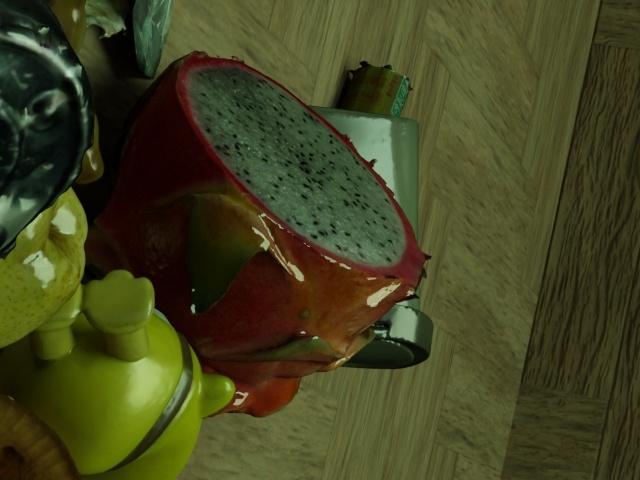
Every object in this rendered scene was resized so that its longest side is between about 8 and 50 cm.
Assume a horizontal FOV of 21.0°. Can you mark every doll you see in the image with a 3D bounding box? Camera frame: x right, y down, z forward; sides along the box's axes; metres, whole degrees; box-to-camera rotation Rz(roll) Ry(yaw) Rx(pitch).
[{"bbox_3d":[-0.167,0.142,1.394,0.363,0.199,0.145,90,4,-58],"label":"doll"}]

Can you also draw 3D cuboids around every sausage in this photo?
[{"bbox_3d":[0.015,-0.040,1.994,0.082,0.082,0.371,66,39,-57],"label":"sausage"}]

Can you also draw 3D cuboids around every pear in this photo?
[{"bbox_3d":[-0.245,-0.005,1.179,0.178,0.178,0.178,10,90,-70],"label":"pear"}]

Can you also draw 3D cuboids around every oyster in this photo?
[{"bbox_3d":[-0.180,-0.216,1.414,0.148,0.051,0.103,17,88,-75],"label":"oyster"}]

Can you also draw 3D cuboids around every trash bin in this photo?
[{"bbox_3d":[0.000,0.000,1.752,0.219,0.220,0.250,168,-73,-71],"label":"trash bin"}]

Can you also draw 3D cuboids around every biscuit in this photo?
[{"bbox_3d":[-0.200,-0.150,1.259,0.208,0.047,0.164,-125,-152,-59],"label":"biscuit"}]

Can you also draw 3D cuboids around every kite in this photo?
[{"bbox_3d":[-0.128,-0.295,1.551,0.169,0.015,0.310,87,16,-71],"label":"kite"}]

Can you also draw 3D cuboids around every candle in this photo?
[{"bbox_3d":[-0.264,-0.140,1.027,0.187,0.330,0.187,-19,139,-17],"label":"candle"}]

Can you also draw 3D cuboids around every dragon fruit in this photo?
[{"bbox_3d":[-0.077,0.011,1.496,0.226,0.305,0.305,-48,172,24],"label":"dragon fruit"}]

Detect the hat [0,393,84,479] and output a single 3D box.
[{"bbox_3d":[-0.235,0.232,1.294,0.233,0.244,0.233,49,61,-82],"label":"hat"}]
